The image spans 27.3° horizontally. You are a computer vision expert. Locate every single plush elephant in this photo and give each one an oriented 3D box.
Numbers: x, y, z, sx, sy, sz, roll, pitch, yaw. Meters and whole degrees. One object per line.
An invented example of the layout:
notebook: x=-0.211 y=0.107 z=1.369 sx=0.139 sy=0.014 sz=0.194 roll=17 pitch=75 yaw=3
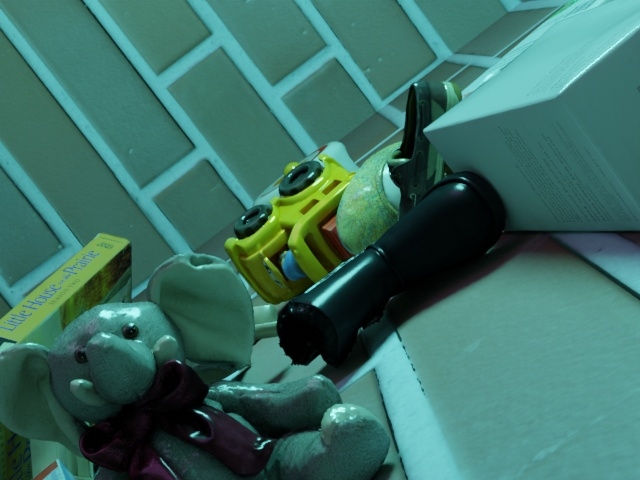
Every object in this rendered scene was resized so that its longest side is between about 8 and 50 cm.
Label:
plush elephant: x=-0.138 y=0.153 z=1.144 sx=0.272 sy=0.255 sz=0.330 roll=-39 pitch=8 yaw=-10

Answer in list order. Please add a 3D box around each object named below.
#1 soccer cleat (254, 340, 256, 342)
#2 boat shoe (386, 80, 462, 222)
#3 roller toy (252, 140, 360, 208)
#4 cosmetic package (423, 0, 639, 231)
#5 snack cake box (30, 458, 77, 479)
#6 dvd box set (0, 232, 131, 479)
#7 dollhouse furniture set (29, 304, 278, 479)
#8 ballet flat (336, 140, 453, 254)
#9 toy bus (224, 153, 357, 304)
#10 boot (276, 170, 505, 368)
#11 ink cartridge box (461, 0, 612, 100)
soccer cleat: x=-0.116 y=0.148 z=1.891 sx=0.083 sy=0.029 sz=0.035 roll=-36 pitch=-1 yaw=-13
boat shoe: x=0.119 y=-0.098 z=1.682 sx=0.080 sy=0.073 sz=0.224 roll=-122 pitch=43 yaw=-67
roller toy: x=-0.012 y=-0.068 z=2.212 sx=0.209 sy=0.146 sz=0.191 roll=-32 pitch=10 yaw=37
cosmetic package: x=0.276 y=-0.128 z=1.314 sx=0.217 sy=0.156 sz=0.385 roll=-39 pitch=7 yaw=-9
snack cake box: x=-0.317 y=0.340 z=1.467 sx=0.152 sy=0.089 sz=0.264 roll=-41 pitch=8 yaw=-11
dvd box set: x=-0.386 y=0.210 z=1.888 sx=0.062 sy=0.308 sz=0.420 roll=11 pitch=26 yaw=15
dollhouse furniture set: x=-0.190 y=0.218 z=1.730 sx=0.355 sy=0.174 sz=0.303 roll=-9 pitch=-14 yaw=8
ballet flat: x=0.148 y=-0.102 z=1.820 sx=0.123 sy=0.123 sz=0.348 roll=-28 pitch=10 yaw=49
toy bus: x=0.000 y=0.000 z=1.892 sx=0.220 sy=0.149 sz=0.211 roll=-41 pitch=25 yaw=-10
boot: x=0.071 y=0.041 z=1.429 sx=0.207 sy=0.094 sz=0.246 roll=-39 pitch=1 yaw=-35
ink cartridge box: x=0.311 y=-0.212 z=1.716 sx=0.289 sy=0.121 sz=0.211 roll=-40 pitch=8 yaw=-15
